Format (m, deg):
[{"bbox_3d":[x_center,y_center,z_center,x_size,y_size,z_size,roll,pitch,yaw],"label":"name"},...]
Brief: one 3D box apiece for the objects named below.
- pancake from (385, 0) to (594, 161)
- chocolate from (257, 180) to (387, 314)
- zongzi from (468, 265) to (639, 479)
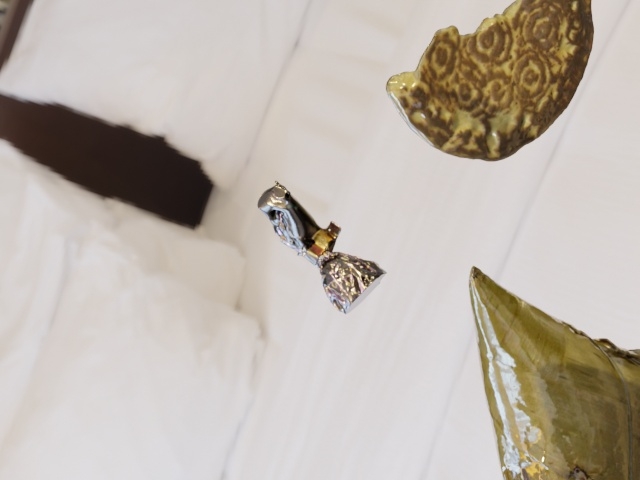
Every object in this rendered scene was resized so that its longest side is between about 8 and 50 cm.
[{"bbox_3d":[0.134,-0.150,0.903,0.020,0.191,0.184,34,132,58],"label":"pancake"},{"bbox_3d":[-0.001,0.002,1.172,0.070,0.147,0.072,-34,-8,-34],"label":"chocolate"},{"bbox_3d":[0.244,0.230,1.300,0.160,0.360,0.323,-9,58,40],"label":"zongzi"}]
